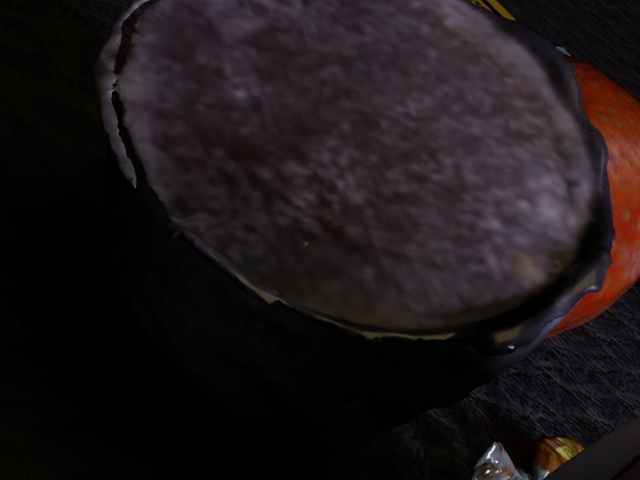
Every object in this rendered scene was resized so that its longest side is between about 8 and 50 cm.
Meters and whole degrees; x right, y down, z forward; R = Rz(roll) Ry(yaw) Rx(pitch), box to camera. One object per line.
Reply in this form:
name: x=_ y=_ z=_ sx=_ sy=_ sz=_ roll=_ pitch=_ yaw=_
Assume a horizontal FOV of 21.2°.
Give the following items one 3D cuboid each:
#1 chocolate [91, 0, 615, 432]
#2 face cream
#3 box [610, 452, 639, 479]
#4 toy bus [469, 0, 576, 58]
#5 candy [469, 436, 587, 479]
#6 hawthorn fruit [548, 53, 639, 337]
chocolate: x=0.000 y=0.000 z=0.999 sx=0.303 sy=0.213 sz=0.303 roll=10 pitch=49 yaw=-11
face cream: x=0.163 y=0.163 z=1.027 sx=0.072 sy=0.182 sz=0.051 roll=38 pitch=27 yaw=-20
box: x=0.223 y=0.301 z=0.771 sx=0.312 sy=0.314 sz=0.300 roll=26 pitch=29 yaw=-33
toy bus: x=0.118 y=-0.157 z=1.503 sx=0.335 sy=0.121 sz=0.123 roll=45 pitch=33 yaw=-2
candy: x=0.156 y=0.160 z=1.176 sx=0.182 sy=0.046 sz=0.053 roll=4 pitch=49 yaw=-56
hawthorn fruit: x=0.145 y=-0.019 z=1.247 sx=0.210 sy=0.210 sz=0.262 roll=45 pitch=33 yaw=0
